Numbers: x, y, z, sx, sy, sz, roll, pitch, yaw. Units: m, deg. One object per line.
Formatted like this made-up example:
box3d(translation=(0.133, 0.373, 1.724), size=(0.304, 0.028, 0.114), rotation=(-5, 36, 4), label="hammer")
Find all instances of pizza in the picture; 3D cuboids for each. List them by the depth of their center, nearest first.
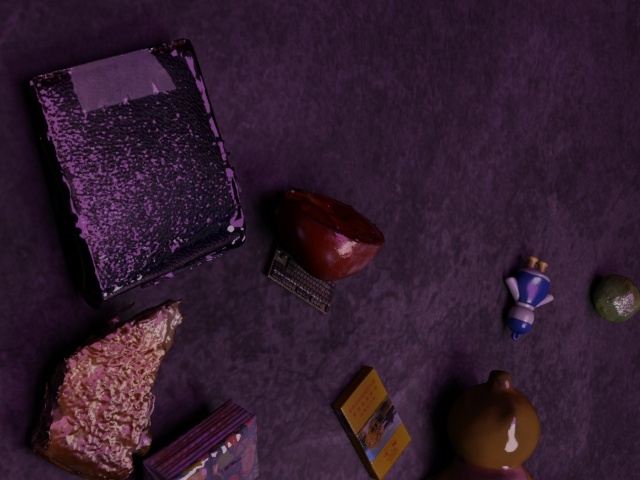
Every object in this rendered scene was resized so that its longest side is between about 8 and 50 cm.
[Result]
box3d(translation=(-0.243, 0.162, 1.240), size=(0.147, 0.069, 0.226), rotation=(10, 95, -38), label="pizza")

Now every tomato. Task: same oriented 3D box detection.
box3d(translation=(0.000, 0.000, 1.433), size=(0.159, 0.139, 0.091), rotation=(7, 117, -59), label="tomato")

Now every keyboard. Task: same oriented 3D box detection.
box3d(translation=(-0.024, 0.053, 1.486), size=(0.129, 0.015, 0.049), rotation=(36, 69, -41), label="keyboard")

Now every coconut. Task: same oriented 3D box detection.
box3d(translation=(0.546, 0.104, 2.027), size=(0.096, 0.088, 0.088), rotation=(-41, 122, -29), label="coconut")

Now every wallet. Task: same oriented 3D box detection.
box3d(translation=(-0.207, -0.080, 1.257), size=(0.221, 0.071, 0.262), rotation=(-24, 108, -36), label="wallet")

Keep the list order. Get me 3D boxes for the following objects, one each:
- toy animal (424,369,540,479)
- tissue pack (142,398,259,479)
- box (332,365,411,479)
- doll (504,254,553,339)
box3d(translation=(0.259, 0.338, 1.707), size=(0.195, 0.169, 0.281), rotation=(4, 89, -11), label="toy animal")
box3d(translation=(-0.141, 0.278, 1.343), size=(0.148, 0.060, 0.109), rotation=(-33, 139, -38), label="tissue pack")
box3d(translation=(0.076, 0.267, 1.608), size=(0.087, 0.023, 0.155), rotation=(-50, 127, -34), label="box")
box3d(translation=(0.342, 0.097, 1.836), size=(0.099, 0.057, 0.143), rotation=(22, 79, -23), label="doll")
